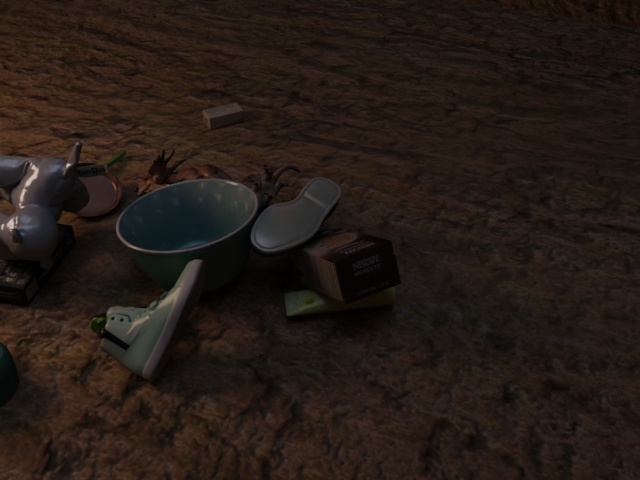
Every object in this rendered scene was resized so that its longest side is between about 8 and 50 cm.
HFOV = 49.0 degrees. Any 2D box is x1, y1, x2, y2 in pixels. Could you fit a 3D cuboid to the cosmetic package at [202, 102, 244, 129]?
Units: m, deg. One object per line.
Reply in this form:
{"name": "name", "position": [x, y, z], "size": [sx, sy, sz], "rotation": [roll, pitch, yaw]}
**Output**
{"name": "cosmetic package", "position": [-0.298, -0.383, 2.160], "size": [0.115, 0.041, 0.060], "rotation": [-17, 42, -22]}

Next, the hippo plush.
{"name": "hippo plush", "position": [-0.618, -0.052, 1.562], "size": [0.294, 0.234, 0.236], "rotation": [-2, 67, 15]}

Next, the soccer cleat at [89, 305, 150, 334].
{"name": "soccer cleat", "position": [-0.388, 0.168, 1.466], "size": [0.179, 0.060, 0.072], "rotation": [0, 29, -12]}

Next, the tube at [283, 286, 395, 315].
{"name": "tube", "position": [0.041, 0.124, 1.529], "size": [0.240, 0.070, 0.062], "rotation": [-7, 76, -3]}

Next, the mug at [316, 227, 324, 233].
{"name": "mug", "position": [-0.001, 0.003, 1.674], "size": [0.064, 0.062, 0.078], "rotation": [22, 12, 11]}

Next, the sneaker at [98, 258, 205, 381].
{"name": "sneaker", "position": [-0.336, 0.130, 1.382], "size": [0.151, 0.094, 0.256], "rotation": [25, 79, 8]}

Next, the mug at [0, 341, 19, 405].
{"name": "mug", "position": [-0.655, 0.239, 1.328], "size": [0.129, 0.097, 0.158], "rotation": [-31, 49, -34]}

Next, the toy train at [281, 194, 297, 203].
{"name": "toy train", "position": [-0.067, -0.045, 1.747], "size": [0.125, 0.046, 0.166], "rotation": [17, 44, 18]}

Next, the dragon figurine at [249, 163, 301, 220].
{"name": "dragon figurine", "position": [-0.154, -0.107, 1.762], "size": [0.085, 0.144, 0.289], "rotation": [39, 35, -4]}

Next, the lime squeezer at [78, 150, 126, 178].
{"name": "lime squeezer", "position": [-0.646, -0.170, 1.888], "size": [0.310, 0.059, 0.110], "rotation": [-27, 17, -29]}

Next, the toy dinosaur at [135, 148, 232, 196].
{"name": "toy dinosaur", "position": [-0.332, -0.155, 1.819], "size": [0.296, 0.127, 0.200], "rotation": [-1, 32, -12]}

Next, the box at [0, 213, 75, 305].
{"name": "box", "position": [-0.700, 0.039, 1.605], "size": [0.183, 0.059, 0.232], "rotation": [10, 39, 6]}

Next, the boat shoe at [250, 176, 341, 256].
{"name": "boat shoe", "position": [-0.057, -0.035, 1.586], "size": [0.116, 0.099, 0.319], "rotation": [35, 42, 9]}

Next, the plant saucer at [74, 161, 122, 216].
{"name": "plant saucer", "position": [-0.595, -0.125, 1.801], "size": [0.168, 0.029, 0.168], "rotation": [9, 56, -13]}

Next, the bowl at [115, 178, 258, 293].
{"name": "bowl", "position": [-0.278, 0.004, 1.563], "size": [0.311, 0.163, 0.311], "rotation": [-6, 33, 4]}

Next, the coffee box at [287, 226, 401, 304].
{"name": "coffee box", "position": [0.043, 0.047, 1.515], "size": [0.141, 0.098, 0.246], "rotation": [-20, 17, -24]}
